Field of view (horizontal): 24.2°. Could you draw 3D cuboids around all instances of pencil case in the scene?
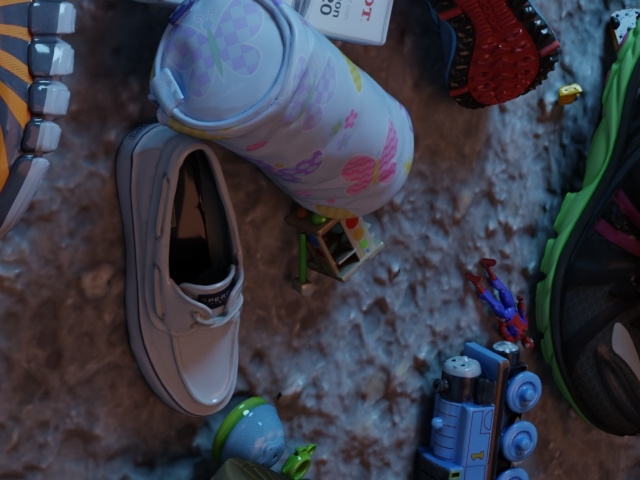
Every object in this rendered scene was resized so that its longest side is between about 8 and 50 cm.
[{"bbox_3d":[-0.022,-0.097,1.142,0.124,0.113,0.273,-47,154,8],"label":"pencil case"}]

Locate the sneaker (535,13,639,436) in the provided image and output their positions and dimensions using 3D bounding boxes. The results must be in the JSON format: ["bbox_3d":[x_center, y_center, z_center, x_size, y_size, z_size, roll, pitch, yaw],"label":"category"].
[{"bbox_3d":[0.346,-0.002,1.427,0.185,0.202,0.482,-13,123,-34],"label":"sneaker"}]

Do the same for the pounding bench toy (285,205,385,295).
[{"bbox_3d":[0.000,0.000,1.285,0.083,0.052,0.065,-41,124,-20],"label":"pounding bench toy"}]

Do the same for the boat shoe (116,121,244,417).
[{"bbox_3d":[-0.105,0.035,1.195,0.095,0.084,0.258,-26,117,-29],"label":"boat shoe"}]

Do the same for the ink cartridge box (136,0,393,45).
[{"bbox_3d":[-0.040,-0.246,1.156,0.218,0.092,0.158,4,101,-39],"label":"ink cartridge box"}]

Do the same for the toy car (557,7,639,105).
[{"bbox_3d":[0.270,-0.179,1.458,0.122,0.060,0.040,-27,164,-10],"label":"toy car"}]

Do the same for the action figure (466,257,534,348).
[{"bbox_3d":[0.182,0.068,1.460,0.038,0.030,0.115,-50,129,-20],"label":"action figure"}]

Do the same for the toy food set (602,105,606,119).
[{"bbox_3d":[0.315,-0.143,1.499,0.083,0.020,0.082,15,94,-38],"label":"toy food set"}]

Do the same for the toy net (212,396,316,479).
[{"bbox_3d":[-0.099,0.249,1.297,0.232,0.045,0.122,-51,152,-10],"label":"toy net"}]

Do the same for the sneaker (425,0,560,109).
[{"bbox_3d":[0.136,-0.221,1.286,0.104,0.125,0.262,-17,146,5],"label":"sneaker"}]

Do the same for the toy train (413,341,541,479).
[{"bbox_3d":[0.150,0.188,1.441,0.105,0.080,0.184,-2,105,-30],"label":"toy train"}]

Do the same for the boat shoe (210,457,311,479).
[{"bbox_3d":[-0.024,0.287,1.293,0.123,0.123,0.342,-48,149,3],"label":"boat shoe"}]

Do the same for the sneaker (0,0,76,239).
[{"bbox_3d":[-0.263,-0.163,1.010,0.180,0.125,0.321,11,86,-34],"label":"sneaker"}]
